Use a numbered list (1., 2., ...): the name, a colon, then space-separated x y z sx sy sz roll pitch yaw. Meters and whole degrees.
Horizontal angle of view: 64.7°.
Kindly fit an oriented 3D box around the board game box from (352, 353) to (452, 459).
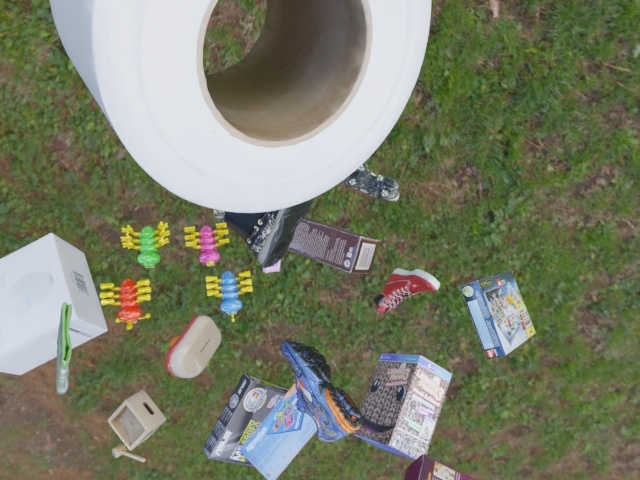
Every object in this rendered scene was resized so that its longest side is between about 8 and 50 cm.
1. board game box: 0.261 0.533 1.648 0.141 0.291 0.232 33 157 -18

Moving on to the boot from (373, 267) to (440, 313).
1. boot: 0.282 0.184 1.704 0.088 0.244 0.176 47 71 -17

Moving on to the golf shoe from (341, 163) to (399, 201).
1. golf shoe: 0.162 -0.211 1.832 0.105 0.273 0.120 -56 155 -2

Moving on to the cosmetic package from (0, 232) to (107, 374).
1. cosmetic package: -0.640 0.145 1.139 0.225 0.224 0.138 -26 157 -4

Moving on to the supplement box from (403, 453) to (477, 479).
1. supplement box: 0.247 0.494 0.932 0.188 0.104 0.080 26 131 2

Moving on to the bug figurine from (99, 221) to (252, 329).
1. bug figurine: -0.279 0.065 1.003 0.279 0.216 0.072 -3 158 -10

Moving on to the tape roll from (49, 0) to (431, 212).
1. tape roll: -0.062 -0.165 0.388 0.246 0.169 0.246 -21 133 -24

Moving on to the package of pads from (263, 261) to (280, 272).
1. package of pads: -0.150 0.059 1.568 0.050 0.032 0.083 -6 116 -27

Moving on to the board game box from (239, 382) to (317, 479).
1. board game box: -0.111 0.590 1.552 0.145 0.027 0.281 40 95 13

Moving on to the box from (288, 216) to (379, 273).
1. box: 0.000 0.000 1.847 0.382 0.191 0.143 17 94 26

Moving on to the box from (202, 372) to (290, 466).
1. box: -0.220 0.585 1.632 0.216 0.060 0.270 33 84 -38

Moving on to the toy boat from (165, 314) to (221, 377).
1. toy boat: -0.470 0.373 1.789 0.151 0.231 0.151 -2 129 30

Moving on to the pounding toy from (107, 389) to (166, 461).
1. pounding toy: -0.600 0.626 1.655 0.181 0.094 0.206 48 114 9

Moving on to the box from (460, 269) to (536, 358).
1. box: 0.400 0.157 1.125 0.044 0.159 0.233 -26 167 35

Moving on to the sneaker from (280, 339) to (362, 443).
1. sneaker: -0.019 0.275 0.935 0.087 0.221 0.083 -48 142 13

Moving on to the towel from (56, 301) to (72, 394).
1. towel: -0.443 0.190 0.879 0.023 0.113 0.152 2 145 -30

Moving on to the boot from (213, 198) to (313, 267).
1. boot: -0.118 -0.084 1.015 0.179 0.085 0.236 39 119 23
